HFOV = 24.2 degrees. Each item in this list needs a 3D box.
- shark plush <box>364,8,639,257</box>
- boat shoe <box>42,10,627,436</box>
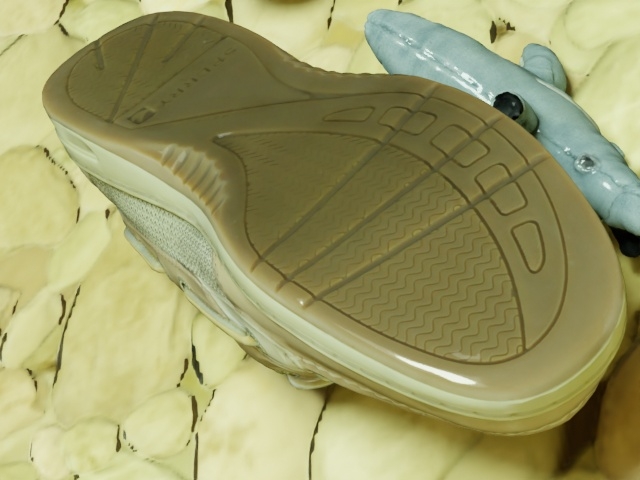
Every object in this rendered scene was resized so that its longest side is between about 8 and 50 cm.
[{"bbox_3d":[0.072,-0.032,0.544,0.073,0.067,0.161,-39,45,8],"label":"shark plush"},{"bbox_3d":[0.000,0.000,0.558,0.109,0.098,0.302,-37,39,-21],"label":"boat shoe"}]
